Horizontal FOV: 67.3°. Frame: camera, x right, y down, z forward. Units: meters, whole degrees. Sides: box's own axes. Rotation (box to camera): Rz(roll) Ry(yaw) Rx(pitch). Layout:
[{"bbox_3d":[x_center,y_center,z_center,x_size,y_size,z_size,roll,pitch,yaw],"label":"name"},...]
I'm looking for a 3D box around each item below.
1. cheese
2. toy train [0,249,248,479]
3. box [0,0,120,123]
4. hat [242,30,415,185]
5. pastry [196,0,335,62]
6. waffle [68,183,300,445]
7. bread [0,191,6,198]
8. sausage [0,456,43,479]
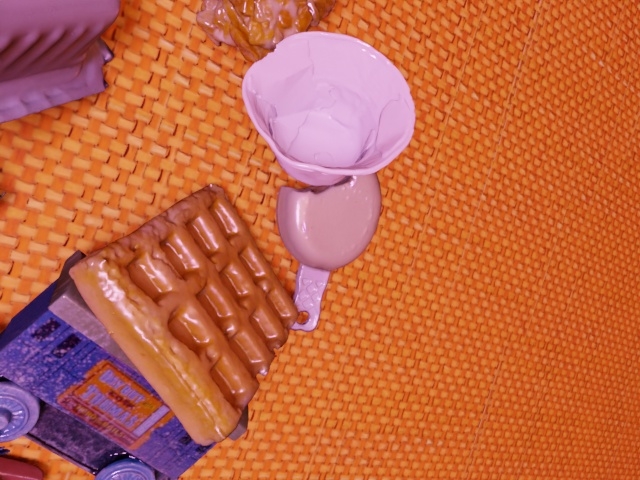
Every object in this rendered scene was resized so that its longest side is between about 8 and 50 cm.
[{"bbox_3d":[0.017,0.005,0.706,0.163,0.071,0.248,-10,102,-26],"label":"cheese"},{"bbox_3d":[-0.240,0.169,0.547,0.202,0.131,0.299,-42,119,-2],"label":"toy train"},{"bbox_3d":[-0.285,-0.232,0.371,0.106,0.336,0.264,-18,113,20],"label":"box"},{"bbox_3d":[0.005,-0.142,0.601,0.203,0.126,0.203,3,71,-9],"label":"hat"},{"bbox_3d":[-0.043,-0.337,0.598,0.154,0.102,0.250,34,84,-31],"label":"pastry"},{"bbox_3d":[-0.130,0.067,0.553,0.055,0.248,0.221,-26,103,24],"label":"waffle"},{"bbox_3d":[-0.439,0.022,0.454,0.087,0.098,0.269,36,78,11],"label":"bread"},{"bbox_3d":[-0.390,0.261,0.549,0.147,0.035,0.030,32,109,-31],"label":"sausage"}]
